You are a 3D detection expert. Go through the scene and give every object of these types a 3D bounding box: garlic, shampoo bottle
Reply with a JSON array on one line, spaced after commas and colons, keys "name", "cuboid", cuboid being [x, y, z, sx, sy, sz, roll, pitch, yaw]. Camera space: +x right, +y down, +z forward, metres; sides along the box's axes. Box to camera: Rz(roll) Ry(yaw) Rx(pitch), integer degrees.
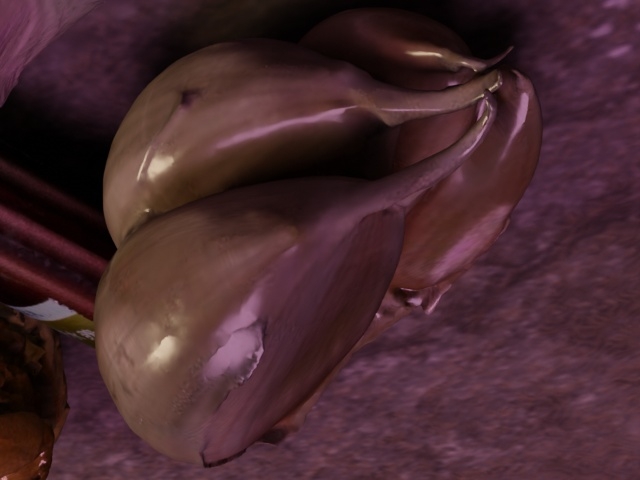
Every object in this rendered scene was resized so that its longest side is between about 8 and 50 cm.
[{"name": "garlic", "cuboid": [0.000, 0.000, 0.894, 0.237, 0.210, 0.292, -6, 153, -7]}, {"name": "shampoo bottle", "cuboid": [-0.184, -0.013, 0.967, 0.323, 0.084, 0.129, 30, 166, -36]}]

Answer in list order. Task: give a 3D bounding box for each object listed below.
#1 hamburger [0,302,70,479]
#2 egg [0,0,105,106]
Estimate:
[{"name": "hamburger", "cuboid": [-0.287, 0.118, 1.088, 0.259, 0.145, 0.283, 9, 153, -33]}, {"name": "egg", "cuboid": [-0.201, -0.132, 0.752, 0.206, 0.162, 0.271, -2, 143, 0]}]
